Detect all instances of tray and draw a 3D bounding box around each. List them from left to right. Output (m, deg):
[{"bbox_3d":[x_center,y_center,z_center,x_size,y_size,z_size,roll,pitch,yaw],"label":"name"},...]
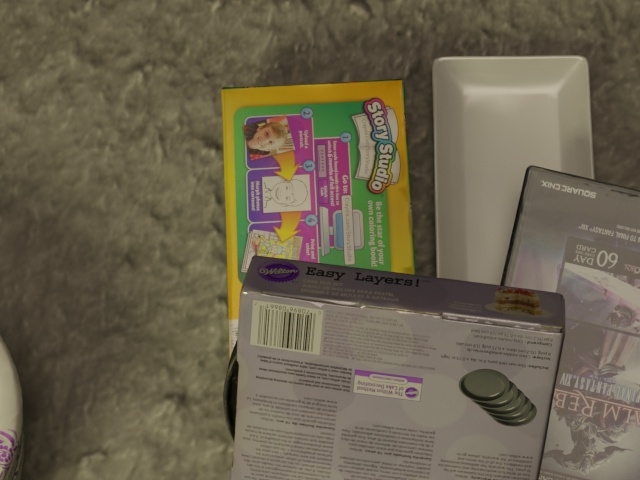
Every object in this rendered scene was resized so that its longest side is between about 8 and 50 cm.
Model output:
[{"bbox_3d":[0.174,-0.039,1.486,0.145,0.030,0.270,0,72,1],"label":"tray"}]

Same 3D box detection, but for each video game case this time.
[{"bbox_3d":[0.244,0.089,1.418,0.196,0.026,0.274,13,82,3],"label":"video game case"}]

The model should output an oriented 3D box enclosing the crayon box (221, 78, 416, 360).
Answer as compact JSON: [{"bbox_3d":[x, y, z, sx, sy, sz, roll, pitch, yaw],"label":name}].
[{"bbox_3d":[0.000,0.000,1.452,0.165,0.081,0.278,-3,72,1],"label":"crayon box"}]

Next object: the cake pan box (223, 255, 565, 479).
[{"bbox_3d":[0.051,0.143,1.335,0.267,0.246,0.070,6,28,4],"label":"cake pan box"}]

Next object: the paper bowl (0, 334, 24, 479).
[{"bbox_3d":[-0.388,0.169,1.355,0.284,0.148,0.284,4,60,-6],"label":"paper bowl"}]
